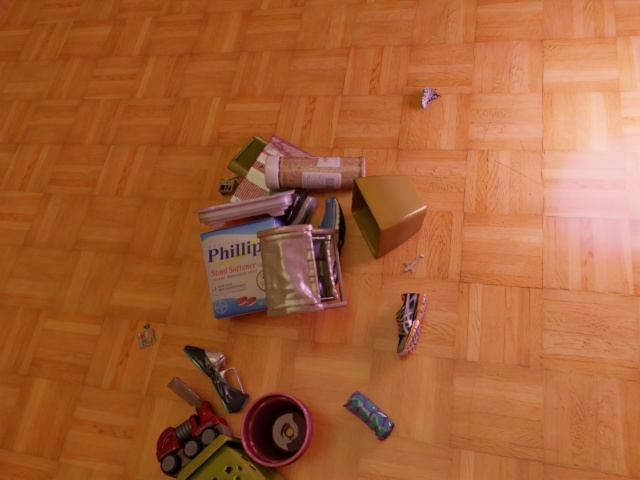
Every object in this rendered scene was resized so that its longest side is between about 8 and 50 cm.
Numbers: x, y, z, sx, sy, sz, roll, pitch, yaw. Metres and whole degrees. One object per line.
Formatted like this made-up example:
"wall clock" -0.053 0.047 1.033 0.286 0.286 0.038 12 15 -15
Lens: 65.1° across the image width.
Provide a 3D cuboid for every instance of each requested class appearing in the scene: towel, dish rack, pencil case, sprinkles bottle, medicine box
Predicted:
"towel" -0.162 -0.213 1.880 0.237 0.037 0.328 31 79 9
"dish rack" -0.246 -0.107 1.712 0.333 0.285 0.072 -11 98 -1
"pencil case" 0.145 0.520 1.489 0.152 0.064 0.070 38 55 25
"sprinkles bottle" -0.018 -0.243 1.801 0.356 0.121 0.121 1 67 2
"medicine box" -0.235 0.094 1.679 0.264 0.149 0.289 -13 85 8

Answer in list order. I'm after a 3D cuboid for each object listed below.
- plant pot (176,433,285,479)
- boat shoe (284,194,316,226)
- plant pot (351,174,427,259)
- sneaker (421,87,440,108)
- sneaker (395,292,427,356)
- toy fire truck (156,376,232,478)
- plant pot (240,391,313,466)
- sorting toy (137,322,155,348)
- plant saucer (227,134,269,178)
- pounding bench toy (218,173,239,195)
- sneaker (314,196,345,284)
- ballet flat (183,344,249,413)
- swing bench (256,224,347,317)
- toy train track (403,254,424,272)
"plant pot" -0.259 0.694 1.429 0.228 0.227 0.207 -42 58 -4
"boat shoe" -0.091 -0.066 1.804 0.070 0.077 0.219 18 70 30
"plant pot" 0.232 -0.097 1.672 0.187 0.212 0.212 -19 63 -9
"sneaker" 0.420 -0.540 1.902 0.069 0.038 0.098 6 69 17
"sneaker" 0.271 0.259 1.569 0.083 0.084 0.214 11 61 21
"toy fire truck" -0.422 0.577 1.570 0.217 0.158 0.246 -34 52 -2
"plant pot" -0.109 0.556 1.471 0.202 0.180 0.201 -5 66 12
"sorting toy" -0.625 0.337 1.789 0.062 0.012 0.083 -24 64 3
"plant saucer" -0.254 -0.321 1.969 0.188 0.045 0.188 35 79 24
"pounding bench toy" -0.354 -0.218 1.944 0.065 0.052 0.083 6 68 17
"sneaker" 0.000 0.000 1.719 0.147 0.129 0.329 6 69 14
"ballet flat" -0.332 0.432 1.639 0.096 0.095 0.280 -38 73 -15
"swing bench" -0.052 0.091 1.522 0.165 0.255 0.253 -11 82 24
"toy train track" 0.311 0.075 1.672 0.083 0.014 0.048 -40 64 -6
